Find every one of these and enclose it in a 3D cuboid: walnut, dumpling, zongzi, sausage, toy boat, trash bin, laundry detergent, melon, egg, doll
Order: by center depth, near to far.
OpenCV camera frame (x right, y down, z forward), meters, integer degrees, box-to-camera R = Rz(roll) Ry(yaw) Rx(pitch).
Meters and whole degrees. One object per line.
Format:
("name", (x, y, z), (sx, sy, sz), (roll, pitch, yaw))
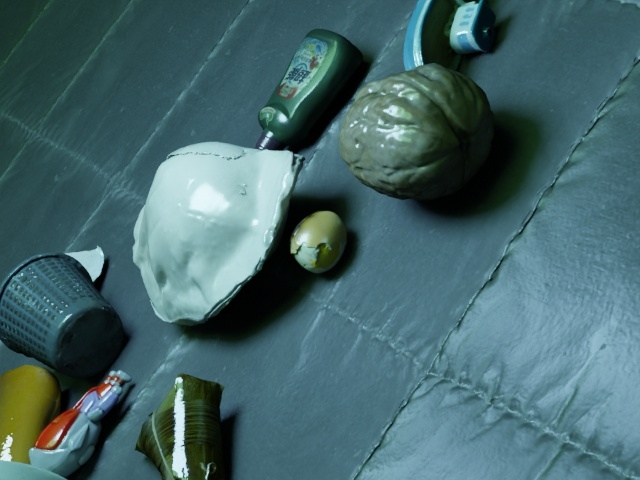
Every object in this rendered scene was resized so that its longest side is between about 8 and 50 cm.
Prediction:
("walnut", (0.114, -0.132, 1.663), (0.230, 0.178, 0.178), (5, 61, 58))
("zongzi", (-0.190, 0.289, 1.702), (0.184, 0.084, 0.187), (-46, 33, 35))
("egg", (0.000, 0.000, 1.755), (0.071, 0.071, 0.083), (4, 49, 53))
("toy boat", (0.177, -0.281, 1.802), (0.102, 0.088, 0.215), (-5, 52, 45))
("dumpling", (-0.161, -0.009, 1.879), (0.341, 0.181, 0.260), (6, 69, 29))
("doll", (-0.352, 0.276, 1.912), (0.227, 0.075, 0.102), (-54, 16, -24))
("sausage", (-0.449, 0.328, 1.962), (0.112, 0.112, 0.328), (-29, 40, 31))
("laundry detergent", (-0.036, -0.207, 2.011), (0.222, 0.078, 0.144), (-56, 30, -4))
("trash bin", (-0.383, 0.127, 2.043), (0.161, 0.175, 0.175), (31, 83, 45))
("melon", (-0.439, 0.088, 2.203), (0.202, 0.093, 0.139), (-48, 0, -32))

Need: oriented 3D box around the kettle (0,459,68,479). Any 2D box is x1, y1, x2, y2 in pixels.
("kettle", (-0.377, 0.464, 1.635), (0.319, 0.247, 0.342), (-13, 50, 9))
